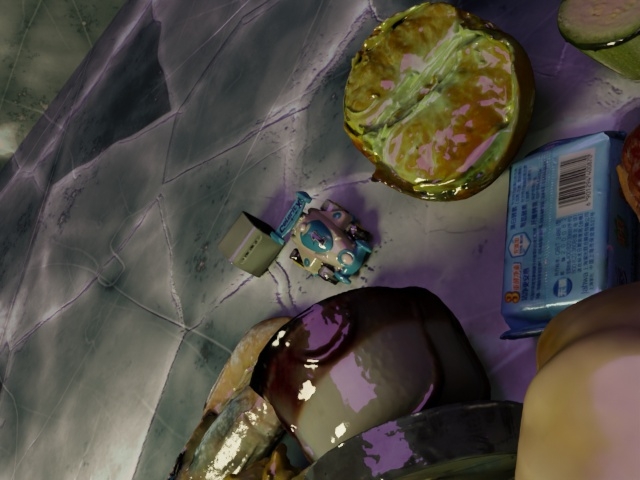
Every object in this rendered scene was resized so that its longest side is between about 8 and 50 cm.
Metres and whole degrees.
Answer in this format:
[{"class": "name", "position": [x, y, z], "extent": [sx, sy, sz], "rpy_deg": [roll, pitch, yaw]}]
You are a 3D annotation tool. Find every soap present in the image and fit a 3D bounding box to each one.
[{"class": "soap", "position": [0.311, -0.011, 0.999], "extent": [0.156, 0.077, 0.293], "rpy_deg": [-14, 56, 44]}]

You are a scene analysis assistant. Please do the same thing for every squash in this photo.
[{"class": "squash", "position": [0.408, -0.292, 1.031], "extent": [0.170, 0.123, 0.170], "rpy_deg": [-27, 48, 35]}]

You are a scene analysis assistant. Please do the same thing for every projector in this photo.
[{"class": "projector", "position": [-0.126, 0.007, 1.460], "extent": [0.082, 0.083, 0.083], "rpy_deg": [-53, 39, 9]}]

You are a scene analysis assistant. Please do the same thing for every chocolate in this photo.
[{"class": "chocolate", "position": [0.070, 0.201, 0.995], "extent": [0.283, 0.284, 0.186], "rpy_deg": [-40, 52, 24]}]

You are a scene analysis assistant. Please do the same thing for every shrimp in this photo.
[{"class": "shrimp", "position": [-0.161, 0.313, 1.301], "extent": [0.445, 0.110, 0.221], "rpy_deg": [-57, 33, -1]}]

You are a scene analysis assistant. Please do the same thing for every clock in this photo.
[{"class": "clock", "position": [0.122, 0.262, 0.881], "extent": [0.281, 0.281, 0.055], "rpy_deg": [-36, 51, 28]}]

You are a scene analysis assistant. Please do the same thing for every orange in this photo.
[{"class": "orange", "position": [0.183, -0.198, 1.165], "extent": [0.262, 0.196, 0.334], "rpy_deg": [-66, 32, 17]}]

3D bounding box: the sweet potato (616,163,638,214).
[{"class": "sweet potato", "position": [0.408, -0.012, 0.897], "extent": [0.218, 0.051, 0.065], "rpy_deg": [50, 127, 36]}]

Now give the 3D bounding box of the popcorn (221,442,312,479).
[{"class": "popcorn", "position": [-0.071, 0.401, 1.055], "extent": [0.233, 0.192, 0.266], "rpy_deg": [36, 111, 56]}]

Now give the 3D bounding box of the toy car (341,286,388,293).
[{"class": "toy car", "position": [0.058, 0.119, 1.186], "extent": [0.139, 0.112, 0.112], "rpy_deg": [-41, 25, 8]}]

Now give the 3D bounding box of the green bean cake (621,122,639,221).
[{"class": "green bean cake", "position": [0.416, -0.083, 0.778], "extent": [0.233, 0.097, 0.198], "rpy_deg": [-36, 41, 42]}]

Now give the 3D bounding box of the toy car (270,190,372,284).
[{"class": "toy car", "position": [0.000, 0.000, 1.315], "extent": [0.126, 0.098, 0.161], "rpy_deg": [-57, 37, 7]}]

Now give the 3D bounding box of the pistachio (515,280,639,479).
[{"class": "pistachio", "position": [0.340, 0.214, 0.652], "extent": [0.365, 0.281, 0.445], "rpy_deg": [-34, 49, 1]}]
